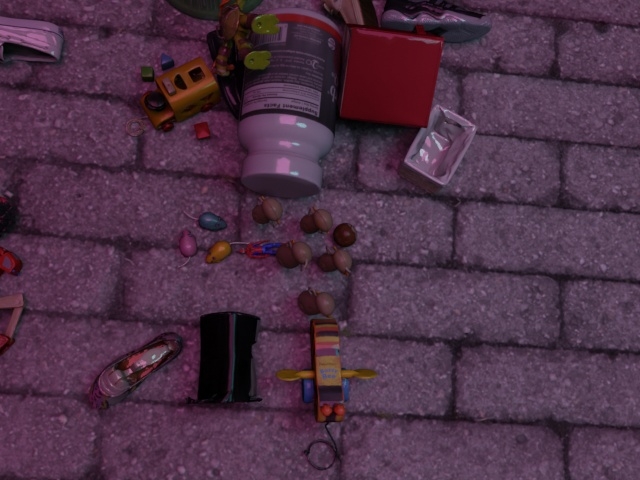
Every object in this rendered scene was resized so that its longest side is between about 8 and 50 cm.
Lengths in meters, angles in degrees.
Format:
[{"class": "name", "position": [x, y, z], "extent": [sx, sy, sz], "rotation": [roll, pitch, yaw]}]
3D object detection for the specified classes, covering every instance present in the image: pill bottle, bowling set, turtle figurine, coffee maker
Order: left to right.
[{"class": "coffee maker", "position": [-0.186, 0.233, 1.260], "extent": [0.120, 0.171, 0.178], "rotation": [-4, 76, 10]}, {"class": "turtle figurine", "position": [-0.160, -0.447, 1.285], "extent": [0.087, 0.217, 0.270], "rotation": [15, 112, -38]}, {"class": "pill bottle", "position": [-0.068, -0.289, 1.362], "extent": [0.210, 0.210, 0.363], "rotation": [6, 78, -5]}, {"class": "bowling set", "position": [0.000, 0.000, 1.323], "extent": [0.199, 0.154, 0.287], "rotation": [-32, 96, -19]}]

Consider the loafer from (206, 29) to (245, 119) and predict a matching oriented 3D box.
[{"class": "loafer", "position": [-0.197, -0.383, 1.435], "extent": [0.078, 0.076, 0.223], "rotation": [-17, 77, 0]}]

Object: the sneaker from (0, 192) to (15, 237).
[{"class": "sneaker", "position": [-0.769, 0.004, 1.283], "extent": [0.112, 0.121, 0.299], "rotation": [39, 71, 21]}]

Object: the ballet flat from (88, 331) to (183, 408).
[{"class": "ballet flat", "position": [-0.378, 0.259, 1.280], "extent": [0.221, 0.079, 0.077], "rotation": [-34, 84, -11]}]

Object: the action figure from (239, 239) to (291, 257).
[{"class": "action figure", "position": [-0.120, 0.019, 1.386], "extent": [0.115, 0.030, 0.038], "rotation": [-5, 84, -5]}]

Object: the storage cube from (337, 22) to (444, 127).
[{"class": "storage cube", "position": [0.141, -0.366, 1.381], "extent": [0.193, 0.184, 0.215], "rotation": [5, 111, -5]}]

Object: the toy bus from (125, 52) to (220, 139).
[{"class": "toy bus", "position": [-0.323, -0.322, 1.395], "extent": [0.190, 0.104, 0.202], "rotation": [14, 77, -3]}]

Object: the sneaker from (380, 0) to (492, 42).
[{"class": "sneaker", "position": [0.279, -0.569, 1.512], "extent": [0.268, 0.101, 0.153], "rotation": [3, 80, -3]}]

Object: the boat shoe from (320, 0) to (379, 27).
[{"class": "boat shoe", "position": [0.054, -0.579, 1.501], "extent": [0.098, 0.109, 0.302], "rotation": [-21, 85, 27]}]

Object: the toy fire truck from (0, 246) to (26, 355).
[{"class": "toy fire truck", "position": [-0.658, 0.123, 1.295], "extent": [0.135, 0.047, 0.192], "rotation": [29, 76, 0]}]

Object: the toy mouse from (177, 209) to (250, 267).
[{"class": "toy mouse", "position": [-0.259, -0.013, 1.374], "extent": [0.161, 0.031, 0.143], "rotation": [-32, 83, -11]}]

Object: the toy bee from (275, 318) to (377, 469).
[{"class": "toy bee", "position": [0.026, 0.301, 1.274], "extent": [0.195, 0.162, 0.298], "rotation": [-21, 81, -12]}]

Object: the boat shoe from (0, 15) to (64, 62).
[{"class": "boat shoe", "position": [-0.701, -0.435, 1.384], "extent": [0.258, 0.095, 0.084], "rotation": [-1, 74, -5]}]

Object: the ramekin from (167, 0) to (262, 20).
[{"class": "ramekin", "position": [-0.250, -0.683, 1.456], "extent": [0.303, 0.148, 0.304], "rotation": [1, 78, -6]}]

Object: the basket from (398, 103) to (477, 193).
[{"class": "basket", "position": [0.260, -0.201, 1.433], "extent": [0.113, 0.103, 0.167], "rotation": [30, 76, 1]}]
